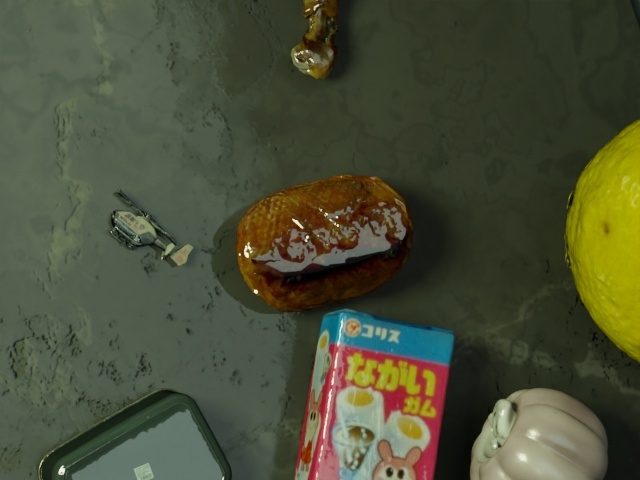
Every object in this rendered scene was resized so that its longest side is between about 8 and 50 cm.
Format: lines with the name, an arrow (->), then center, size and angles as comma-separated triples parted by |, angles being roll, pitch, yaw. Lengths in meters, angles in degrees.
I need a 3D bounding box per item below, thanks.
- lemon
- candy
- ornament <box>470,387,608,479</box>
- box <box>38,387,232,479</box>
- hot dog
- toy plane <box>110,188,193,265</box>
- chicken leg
lemon -> 0.487, 0.004, 1.761 | 0.350, 0.387, 0.350 | -5, 110, -13
candy -> 0.060, 0.248, 1.741 | 0.157, 0.100, 0.306 | 12, 82, -16
ornament -> 0.268, 0.270, 1.769 | 0.177, 0.177, 0.177 | 2, 84, -18
box -> -0.214, 0.274, 1.653 | 0.201, 0.090, 0.144 | -28, 94, -19
hot dog -> 0.001, 0.002, 1.744 | 0.227, 0.099, 0.160 | -10, 88, -18
toy plane -> -0.213, -0.009, 1.713 | 0.121, 0.031, 0.049 | 39, 66, -8
chicken leg -> 0.002, -0.330, 1.795 | 0.107, 0.087, 0.251 | 7, 89, 4
